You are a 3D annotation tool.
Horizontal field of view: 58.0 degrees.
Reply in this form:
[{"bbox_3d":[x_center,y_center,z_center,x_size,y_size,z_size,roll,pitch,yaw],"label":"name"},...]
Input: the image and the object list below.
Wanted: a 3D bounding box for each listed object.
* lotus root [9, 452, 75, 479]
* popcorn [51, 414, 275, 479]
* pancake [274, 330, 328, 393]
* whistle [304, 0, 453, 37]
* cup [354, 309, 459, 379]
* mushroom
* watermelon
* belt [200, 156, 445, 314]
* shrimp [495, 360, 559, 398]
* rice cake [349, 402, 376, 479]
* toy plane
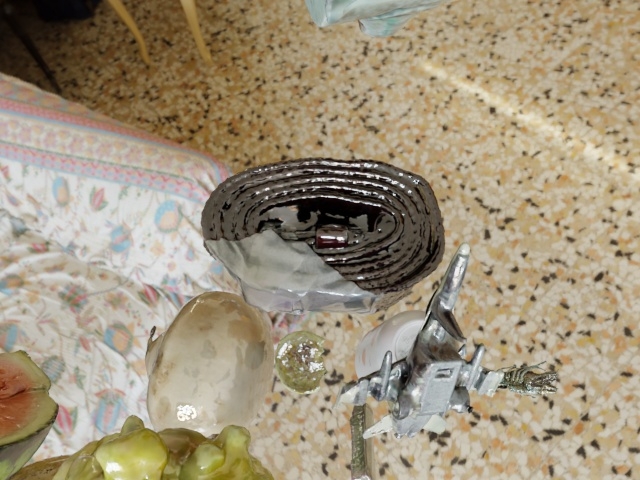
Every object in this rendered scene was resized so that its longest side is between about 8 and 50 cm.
[{"bbox_3d":[-0.485,0.468,1.047,0.146,0.284,0.160,44,102,32],"label":"lotus root"},{"bbox_3d":[-0.126,0.223,0.450,0.187,0.185,0.167,-45,25,6],"label":"popcorn"},{"bbox_3d":[-0.041,0.248,1.174,0.116,0.022,0.129,-6,89,19],"label":"pancake"},{"bbox_3d":[0.070,-0.283,0.422,0.168,0.405,0.188,-13,98,-5],"label":"whistle"},{"bbox_3d":[0.215,0.293,1.440,0.212,0.317,0.212,2,74,-6],"label":"cup"},{"bbox_3d":[-0.270,0.288,1.314,0.295,0.362,0.362,11,59,17],"label":"mushroom"},{"bbox_3d":[-0.359,0.199,0.577,0.128,0.303,0.159,-10,84,13],"label":"watermelon"},{"bbox_3d":[0.000,0.000,0.725,0.289,0.164,0.184,2,77,-4],"label":"belt"},{"bbox_3d":[0.424,0.296,1.251,0.174,0.076,0.082,1,92,8],"label":"shrimp"},{"bbox_3d":[0.075,0.349,0.994,0.036,0.047,0.206,-18,20,10],"label":"rice cake"},{"bbox_3d":[0.114,0.119,0.582,0.192,0.262,0.088,-1,43,-15],"label":"toy plane"}]
